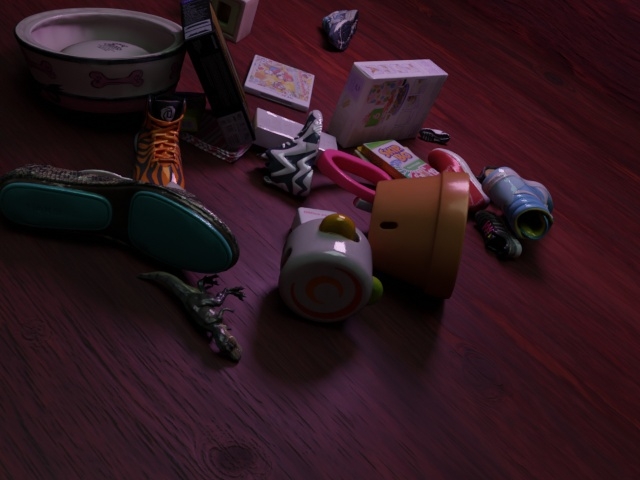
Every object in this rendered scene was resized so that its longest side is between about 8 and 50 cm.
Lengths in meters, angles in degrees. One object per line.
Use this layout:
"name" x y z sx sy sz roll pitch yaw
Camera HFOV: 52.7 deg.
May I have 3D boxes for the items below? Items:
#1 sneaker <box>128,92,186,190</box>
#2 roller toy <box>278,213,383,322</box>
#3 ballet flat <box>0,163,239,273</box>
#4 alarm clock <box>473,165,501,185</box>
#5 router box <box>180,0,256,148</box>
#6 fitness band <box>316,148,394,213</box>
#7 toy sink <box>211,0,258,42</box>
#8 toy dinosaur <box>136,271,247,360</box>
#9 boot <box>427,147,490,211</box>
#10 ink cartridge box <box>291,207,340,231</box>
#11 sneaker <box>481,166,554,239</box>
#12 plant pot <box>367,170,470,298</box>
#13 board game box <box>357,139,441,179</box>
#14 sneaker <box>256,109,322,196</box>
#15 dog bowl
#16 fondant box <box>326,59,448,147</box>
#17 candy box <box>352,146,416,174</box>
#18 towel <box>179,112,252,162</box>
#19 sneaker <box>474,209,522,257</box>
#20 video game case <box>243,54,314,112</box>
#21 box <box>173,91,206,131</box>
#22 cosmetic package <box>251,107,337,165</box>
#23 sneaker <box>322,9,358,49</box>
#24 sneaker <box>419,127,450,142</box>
"sneaker" -0.365 -0.223 1.468 0.124 0.180 0.321 1 43 -26
"roller toy" 0.011 0.056 1.326 0.209 0.191 0.146 58 22 -33
"ballet flat" -0.386 -0.070 1.300 0.482 0.164 0.182 14 29 -4
"alarm clock" 0.556 -0.172 1.984 0.192 0.064 0.129 -16 53 -37
"router box" -0.257 -0.425 1.628 0.080 0.309 0.243 -18 43 1
"fitness band" 0.117 -0.148 1.671 0.290 0.054 0.209 16 32 -39
"toy sink" -0.345 -0.793 2.170 0.234 0.153 0.131 28 38 3
"toy dinosaur" -0.222 0.114 1.250 0.268 0.064 0.118 38 46 22
"boot" 0.354 -0.171 1.864 0.176 0.088 0.244 -12 54 -35
"ink cartridge box" 0.000 0.000 1.492 0.109 0.063 0.151 8 40 -19
"sneaker" 0.593 -0.071 1.812 0.319 0.127 0.208 14 39 -42
"plant pot" 0.217 -0.023 1.486 0.203 0.291 0.291 8 38 6
"board game box" 0.227 -0.217 1.826 0.124 0.039 0.259 -14 41 -36
"sneaker" -0.082 -0.236 1.654 0.152 0.094 0.235 11 81 -1
"dog bowl" -0.536 -0.452 1.617 0.407 0.150 0.408 5 33 -4
"fondant box" 0.202 -0.414 1.940 0.330 0.238 0.096 -16 53 -40
"candy box" 0.204 -0.233 1.900 0.205 0.027 0.105 -8 49 -34
"towel" -0.282 -0.283 1.705 0.197 0.029 0.144 27 37 3
"sneaker" 0.472 -0.019 1.760 0.074 0.063 0.170 -6 52 -41
"video game case" -0.127 -0.498 2.040 0.206 0.026 0.227 17 38 -9
"box" -0.363 -0.344 1.696 0.108 0.042 0.178 3 36 -2
"cosmetic package" -0.072 -0.273 1.760 0.238 0.060 0.099 18 36 -19
"sneaker" 0.058 -0.800 2.452 0.122 0.110 0.283 10 34 11
"sneaker" 0.368 -0.345 2.117 0.109 0.040 0.044 12 23 -21
